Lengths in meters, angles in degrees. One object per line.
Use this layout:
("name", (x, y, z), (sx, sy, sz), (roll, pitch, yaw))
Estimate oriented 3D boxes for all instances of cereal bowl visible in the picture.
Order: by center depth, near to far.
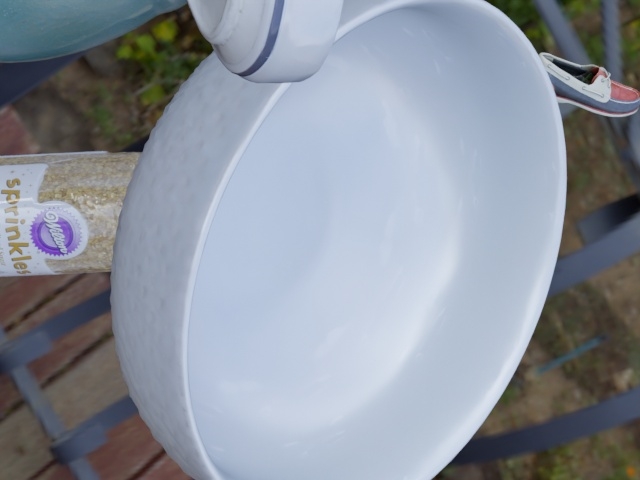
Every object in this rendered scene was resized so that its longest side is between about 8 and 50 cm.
("cereal bowl", (0.000, 0.000, 0.934), (0.339, 0.141, 0.339), (-20, 120, -39))

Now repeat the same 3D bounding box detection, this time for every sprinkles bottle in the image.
("sprinkles bottle", (-0.244, -0.025, 1.424), (0.121, 0.355, 0.121), (-3, 90, -85))

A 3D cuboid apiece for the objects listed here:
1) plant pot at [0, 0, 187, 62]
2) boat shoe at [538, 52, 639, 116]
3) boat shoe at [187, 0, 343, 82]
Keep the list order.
("plant pot", (-0.258, -0.248, 1.114), (0.293, 0.196, 0.293), (55, -1, 1))
("boat shoe", (0.286, -0.168, 1.595), (0.137, 0.043, 0.049), (12, 35, -16))
("boat shoe", (-0.060, -0.184, 0.534), (0.088, 0.096, 0.267), (-10, 88, -29))
